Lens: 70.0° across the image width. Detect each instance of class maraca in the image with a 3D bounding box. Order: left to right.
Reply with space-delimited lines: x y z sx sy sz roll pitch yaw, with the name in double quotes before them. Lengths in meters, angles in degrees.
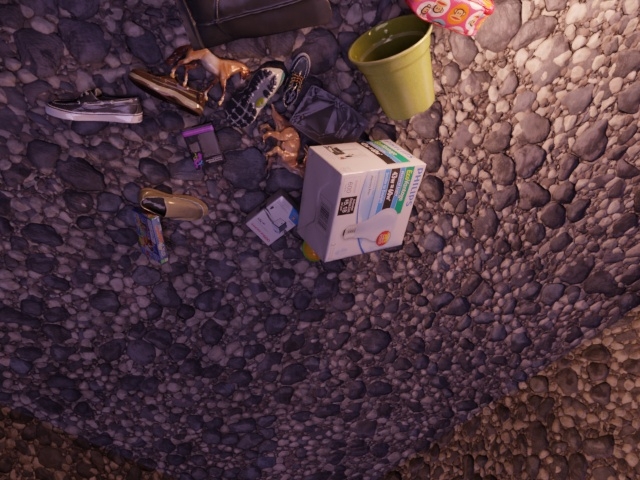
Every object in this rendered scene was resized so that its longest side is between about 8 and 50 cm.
"maraca" 0.000 0.000 1.889 0.127 0.099 0.186 36 85 -29

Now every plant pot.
"plant pot" 0.260 -0.553 1.512 0.276 0.276 0.254 -24 132 8

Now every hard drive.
"hard drive" 0.030 -0.433 1.651 0.254 0.054 0.172 27 111 -22

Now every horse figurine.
"horse figurine" -0.380 -0.566 1.512 0.263 0.066 0.174 28 84 -10

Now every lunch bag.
"lunch bag" 0.368 -0.769 1.389 0.293 0.258 0.120 5 148 -27

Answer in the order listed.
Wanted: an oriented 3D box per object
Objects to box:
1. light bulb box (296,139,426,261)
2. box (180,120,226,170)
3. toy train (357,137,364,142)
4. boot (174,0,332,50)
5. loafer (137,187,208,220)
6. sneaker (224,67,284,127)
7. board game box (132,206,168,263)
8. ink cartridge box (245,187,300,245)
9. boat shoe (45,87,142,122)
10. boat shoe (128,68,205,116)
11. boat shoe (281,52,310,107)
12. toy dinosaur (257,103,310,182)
"light bulb box" 0.137 -0.150 1.649 0.361 0.225 0.358 -12 130 -29
"box" -0.427 -0.345 1.678 0.116 0.029 0.162 -13 120 3
"toy train" 0.177 -0.334 1.746 0.036 0.027 0.158 -33 118 10
"boot" -0.207 -0.767 1.324 0.445 0.146 0.367 -10 144 3
"loafer" -0.570 -0.125 1.755 0.268 0.092 0.102 11 119 -12
"sneaker" -0.220 -0.487 1.572 0.275 0.110 0.107 -33 102 33
"board game box" -0.667 -0.019 1.794 0.136 0.035 0.201 23 128 33
"ink cartridge box" -0.182 -0.093 1.822 0.190 0.082 0.139 -37 117 14
"boat shoe" -0.758 -0.459 1.532 0.301 0.108 0.102 2 120 -10
"boat shoe" -0.509 -0.519 1.546 0.257 0.095 0.095 25 83 -17
"boat shoe" -0.082 -0.544 1.563 0.065 0.083 0.183 18 117 -16
"toy dinosaur" -0.113 -0.348 1.662 0.200 0.127 0.296 -11 105 -11
